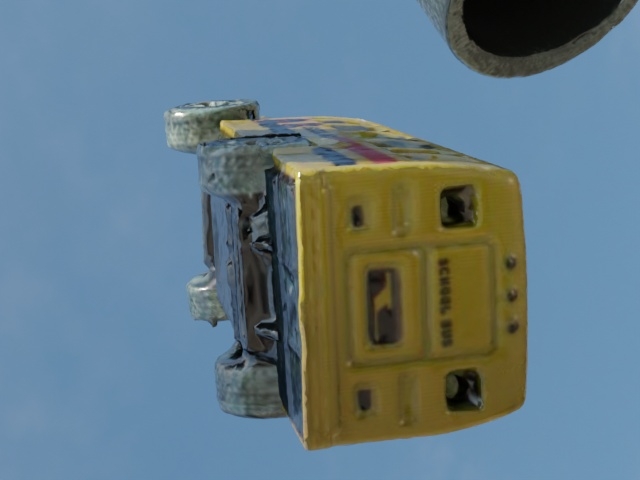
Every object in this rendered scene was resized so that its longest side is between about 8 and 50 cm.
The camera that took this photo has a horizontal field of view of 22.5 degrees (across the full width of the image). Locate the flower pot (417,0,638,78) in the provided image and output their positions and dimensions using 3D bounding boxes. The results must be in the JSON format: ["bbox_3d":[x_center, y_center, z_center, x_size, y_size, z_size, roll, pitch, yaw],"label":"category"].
[{"bbox_3d":[0.146,-0.325,1.557,0.299,0.283,0.299,-19,-35,-14],"label":"flower pot"}]

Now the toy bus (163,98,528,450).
[{"bbox_3d":[0.000,0.000,0.759,0.123,0.335,0.121,-5,-81,-8],"label":"toy bus"}]
